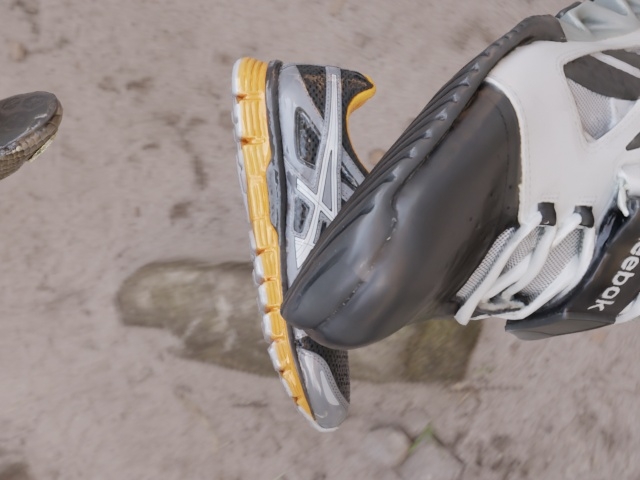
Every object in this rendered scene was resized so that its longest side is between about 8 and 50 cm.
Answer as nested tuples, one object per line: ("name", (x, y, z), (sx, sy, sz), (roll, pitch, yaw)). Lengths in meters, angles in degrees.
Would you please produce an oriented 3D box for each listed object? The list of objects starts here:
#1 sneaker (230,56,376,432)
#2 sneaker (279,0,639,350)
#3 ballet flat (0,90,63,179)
("sneaker", (0.000, 0.000, 0.853), (0.083, 0.084, 0.215), (-7, 90, -6))
("sneaker", (0.114, -0.016, 0.654), (0.146, 0.330, 0.122), (47, 129, 7))
("ballet flat", (-0.324, -0.050, 1.327), (0.250, 0.084, 0.058), (-30, 124, 8))
